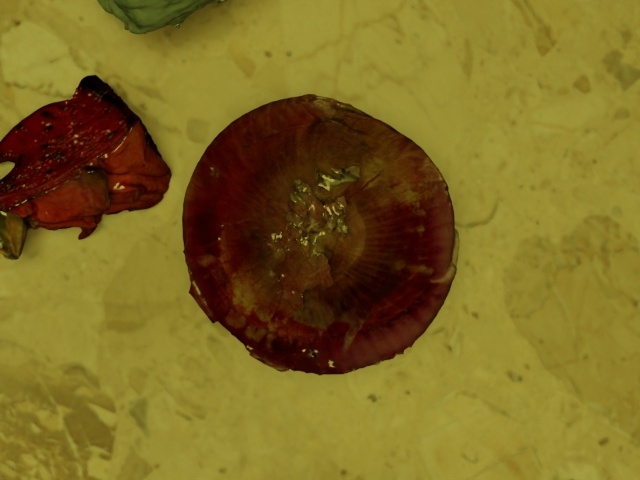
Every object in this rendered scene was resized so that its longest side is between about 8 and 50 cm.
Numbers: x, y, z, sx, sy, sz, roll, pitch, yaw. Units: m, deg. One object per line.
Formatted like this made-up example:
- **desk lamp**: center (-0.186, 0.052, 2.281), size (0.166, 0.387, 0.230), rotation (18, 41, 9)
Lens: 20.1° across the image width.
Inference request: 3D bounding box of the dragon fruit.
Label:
- **dragon fruit**: center (-0.229, -0.055, 1.465), size (0.192, 0.092, 0.122), rotation (-25, 89, 1)

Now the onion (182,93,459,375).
- **onion**: center (0.000, 0.000, 1.428), size (0.230, 0.163, 0.230), rotation (-1, 96, -5)

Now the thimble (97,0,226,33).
- **thimble**: center (-0.127, -0.291, 1.403), size (0.172, 0.205, 0.250), rotation (-27, 122, -6)
